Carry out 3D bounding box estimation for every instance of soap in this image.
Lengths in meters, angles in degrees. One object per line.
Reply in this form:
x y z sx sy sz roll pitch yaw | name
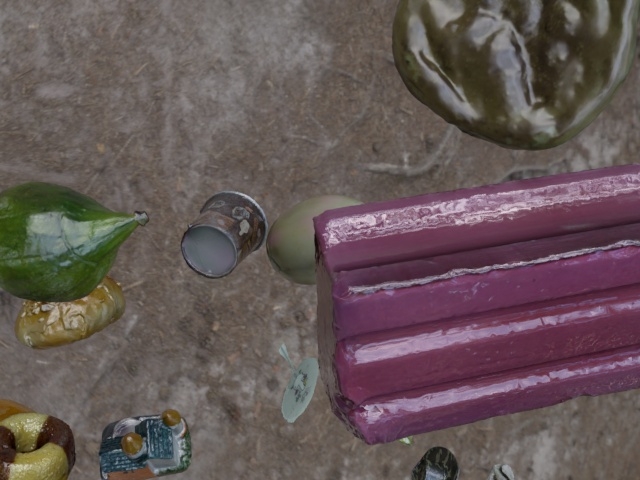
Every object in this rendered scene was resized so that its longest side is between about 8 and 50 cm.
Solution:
0.176 0.068 0.613 0.360 0.128 0.233 -9 130 -9 | soap

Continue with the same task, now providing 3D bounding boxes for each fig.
-0.383 -0.012 0.957 0.203 0.235 0.203 43 37 -44 | fig

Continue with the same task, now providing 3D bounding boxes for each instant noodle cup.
-0.286 -0.011 1.816 0.207 0.218 0.217 -62 133 -61 | instant noodle cup

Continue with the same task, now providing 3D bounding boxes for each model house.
-0.527 0.575 1.821 0.272 0.301 0.190 -5 60 -8 | model house

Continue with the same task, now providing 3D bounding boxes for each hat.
0.201 0.436 1.159 0.050 0.121 0.121 35 73 -23 | hat

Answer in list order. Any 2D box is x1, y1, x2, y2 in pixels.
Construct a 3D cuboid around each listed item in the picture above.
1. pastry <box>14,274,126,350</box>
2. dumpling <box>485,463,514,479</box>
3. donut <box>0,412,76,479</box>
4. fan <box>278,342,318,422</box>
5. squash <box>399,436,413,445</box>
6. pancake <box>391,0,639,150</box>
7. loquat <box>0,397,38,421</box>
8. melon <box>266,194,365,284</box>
-0.700 0.178 1.735 0.316 0.285 0.184 -39 114 -71 | pastry
0.384 0.603 1.148 0.181 0.341 0.260 -21 110 -13 | dumpling
-0.504 0.364 1.069 0.166 0.184 0.073 17 104 4 | donut
-0.084 0.453 2.083 0.233 0.012 0.414 -56 149 -32 | fan
0.082 0.222 1.098 0.204 0.237 0.155 14 93 4 | squash
0.226 -0.256 0.743 0.049 0.295 0.294 -14 104 -68 | pancake
-0.833 0.562 1.571 0.329 0.328 0.328 -3 95 -36 | loquat
0.000 0.000 1.616 0.223 0.317 0.223 29 53 -49 | melon
